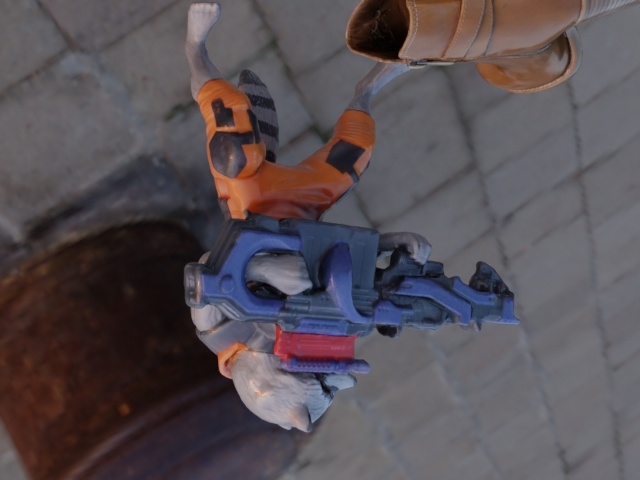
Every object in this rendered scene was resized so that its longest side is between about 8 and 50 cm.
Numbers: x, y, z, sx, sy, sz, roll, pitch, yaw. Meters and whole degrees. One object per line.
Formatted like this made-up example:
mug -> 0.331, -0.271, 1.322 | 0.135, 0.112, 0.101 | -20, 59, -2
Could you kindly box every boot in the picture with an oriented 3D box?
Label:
boot -> 0.085, -0.125, 0.863 | 0.152, 0.073, 0.197 | -15, 170, -18

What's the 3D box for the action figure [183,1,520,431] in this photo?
action figure -> 0.000, 0.000, 1.236 | 0.341, 0.330, 0.178 | 17, 161, -38
